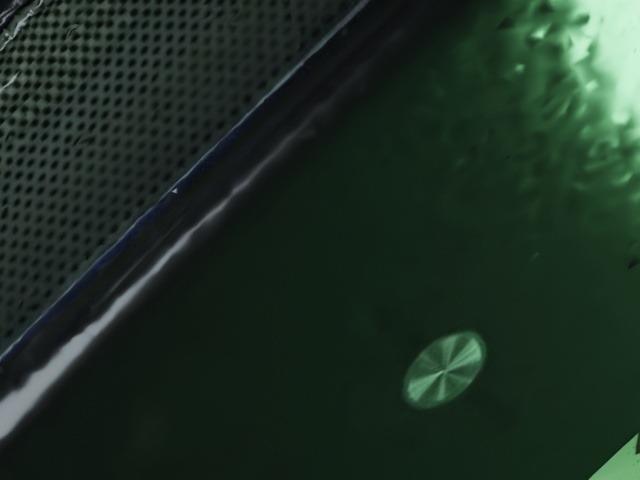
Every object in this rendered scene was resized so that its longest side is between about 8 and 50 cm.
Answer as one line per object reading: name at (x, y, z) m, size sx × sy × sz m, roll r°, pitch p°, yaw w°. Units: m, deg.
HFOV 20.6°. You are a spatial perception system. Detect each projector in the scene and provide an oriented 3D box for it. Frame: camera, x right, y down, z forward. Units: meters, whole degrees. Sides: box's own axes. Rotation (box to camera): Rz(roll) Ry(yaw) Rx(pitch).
projector at (0.000, 0.000, 0.940) m, size 0.405 × 0.242 × 0.395 m, roll -45°, pitch 140°, yaw 4°

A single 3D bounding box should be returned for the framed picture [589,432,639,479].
framed picture at (0.309, 0.077, 1.142) m, size 0.244 × 0.013 × 0.324 m, roll 14°, pitch 128°, yaw -32°
